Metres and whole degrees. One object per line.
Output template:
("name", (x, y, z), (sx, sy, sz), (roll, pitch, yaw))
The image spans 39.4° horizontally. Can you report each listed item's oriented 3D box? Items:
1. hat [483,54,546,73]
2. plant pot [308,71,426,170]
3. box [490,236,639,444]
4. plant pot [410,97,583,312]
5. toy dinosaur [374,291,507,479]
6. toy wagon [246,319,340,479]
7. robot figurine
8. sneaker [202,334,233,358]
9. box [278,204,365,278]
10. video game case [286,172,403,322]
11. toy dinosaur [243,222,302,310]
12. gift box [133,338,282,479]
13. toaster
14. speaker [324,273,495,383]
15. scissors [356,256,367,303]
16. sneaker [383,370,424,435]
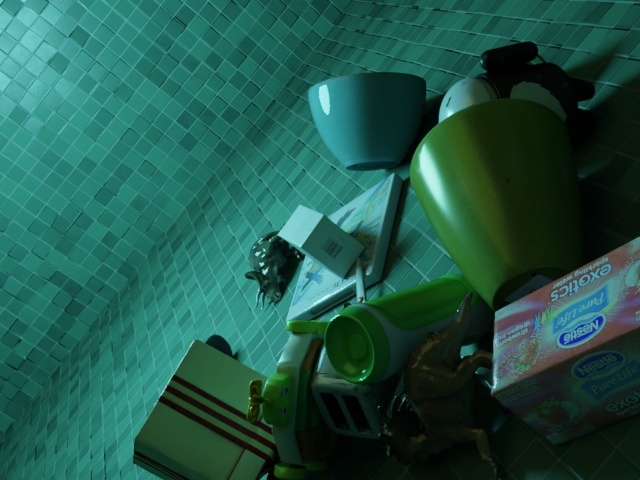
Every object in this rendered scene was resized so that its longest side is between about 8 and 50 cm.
("hat", (0.443, -0.308, 1.858), (0.173, 0.183, 0.208), (-45, 63, 34))
("plant pot", (0.121, -0.277, 2.182), (0.290, 0.290, 0.195), (-13, 80, 58))
("box", (0.377, 0.124, 1.144), (0.300, 0.142, 0.154), (-34, 28, 38))
("plant pot", (0.306, -0.028, 1.423), (0.275, 0.275, 0.293), (-39, 41, 29))
("toy dinosaur", (0.167, 0.228, 1.307), (0.200, 0.296, 0.127), (2, 17, 18))
("toy wagon", (-0.029, 0.271, 1.530), (0.068, 0.344, 0.267), (3, 85, 18))
("robot figurine", (0.353, -0.225, 1.611), (0.173, 0.278, 0.209), (106, 151, -68))
("sneaker", (-0.309, 0.371, 2.185), (0.131, 0.112, 0.319), (-32, 28, 36))
("box", (0.000, 0.000, 2.022), (0.091, 0.130, 0.170), (-54, 23, -3))
("video game case", (0.057, 0.023, 2.098), (0.300, 0.036, 0.329), (-33, 28, 39))
("toy dinosaur", (-0.138, 0.031, 2.368), (0.160, 0.121, 0.313), (-33, 29, 10))
("gift box", (-0.194, 0.382, 1.673), (0.276, 0.258, 0.255), (-62, -2, -23))
("toaster", (0.066, 0.230, 1.502), (0.129, 0.227, 0.146), (2, 47, 23))
("speaker", (0.147, 0.134, 1.408), (0.296, 0.131, 0.131), (-13, -10, -43))
("scissors", (0.079, 0.142, 1.835), (0.109, 0.021, 0.297), (-49, 30, 16))
("sneaker", (0.165, 0.266, 1.453), (0.084, 0.069, 0.185), (0, 65, 43))
